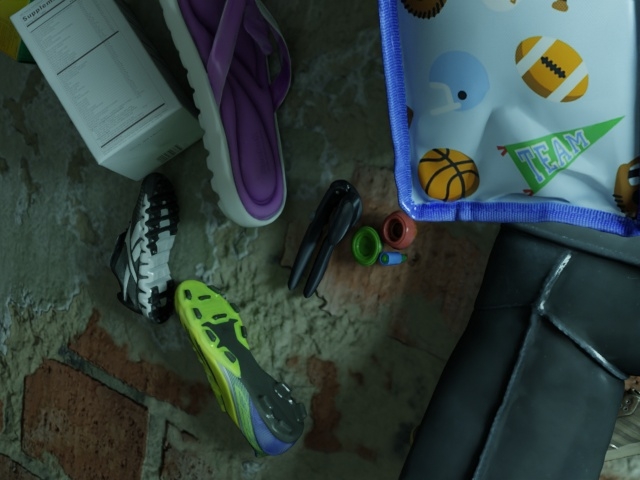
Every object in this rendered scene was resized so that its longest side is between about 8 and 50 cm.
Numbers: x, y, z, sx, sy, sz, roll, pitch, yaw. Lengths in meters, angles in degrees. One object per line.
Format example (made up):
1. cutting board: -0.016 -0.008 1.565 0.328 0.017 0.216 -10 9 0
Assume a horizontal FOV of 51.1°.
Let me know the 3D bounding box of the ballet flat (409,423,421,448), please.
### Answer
1. ballet flat: 0.187 0.337 0.844 0.232 0.080 0.073 45 131 15

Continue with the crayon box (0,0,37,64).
1. crayon box: -0.464 -0.437 1.040 0.165 0.081 0.278 32 112 19

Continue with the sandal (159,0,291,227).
1. sandal: -0.090 -0.222 0.841 0.102 0.169 0.416 -1 111 31

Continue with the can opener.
1. can opener: 0.000 0.000 0.890 0.059 0.073 0.186 36 123 9

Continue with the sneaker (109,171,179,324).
1. sneaker: -0.278 0.009 1.026 0.106 0.078 0.234 12 107 23

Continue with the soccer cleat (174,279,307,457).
1. soccer cleat: -0.138 0.190 0.979 0.121 0.093 0.289 -44 78 34

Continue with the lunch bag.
1. lunch bag: 0.177 -0.247 0.549 0.238 0.328 0.386 4 120 25

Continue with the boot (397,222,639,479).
1. boot: 0.268 0.218 0.665 0.367 0.146 0.445 24 94 43

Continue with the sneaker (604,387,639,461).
1. sneaker: 0.343 0.205 0.752 0.188 0.066 0.071 -20 70 27

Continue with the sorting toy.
1. sorting toy: 0.088 0.003 0.857 0.102 0.042 0.061 -29 70 41

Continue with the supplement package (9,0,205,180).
1. supplement package: -0.287 -0.228 0.933 0.139 0.134 0.244 -33 82 3
